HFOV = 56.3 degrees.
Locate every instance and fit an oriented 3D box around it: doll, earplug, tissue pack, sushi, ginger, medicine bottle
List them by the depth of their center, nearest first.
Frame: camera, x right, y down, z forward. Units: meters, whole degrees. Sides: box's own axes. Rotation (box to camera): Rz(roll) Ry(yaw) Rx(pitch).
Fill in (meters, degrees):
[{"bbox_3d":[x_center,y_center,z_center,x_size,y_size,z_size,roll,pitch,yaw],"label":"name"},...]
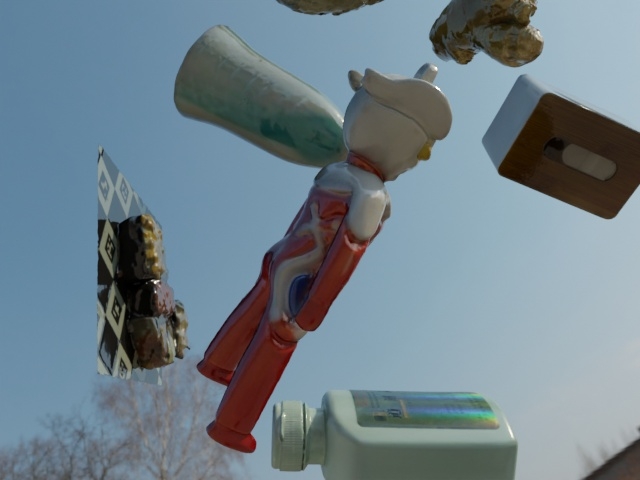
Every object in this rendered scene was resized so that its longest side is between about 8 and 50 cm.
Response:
[{"bbox_3d":[0.000,0.000,0.567,0.099,0.188,0.384,27,-83,-20],"label":"doll"},{"bbox_3d":[0.066,0.196,0.596,0.228,0.083,0.121,1,8,-5],"label":"medicine bottle"},{"bbox_3d":[0.184,-0.260,0.688,0.081,0.205,0.115,-27,-68,-12],"label":"ginger"},{"bbox_3d":[-0.242,0.053,0.864,0.059,0.293,0.294,-6,-17,0],"label":"sushi"},{"bbox_3d":[0.438,-0.169,1.066,0.245,0.136,0.160,19,-62,-12],"label":"tissue pack"},{"bbox_3d":[-0.079,-0.230,1.076,0.185,0.323,0.185,-55,-11,-17],"label":"earplug"}]

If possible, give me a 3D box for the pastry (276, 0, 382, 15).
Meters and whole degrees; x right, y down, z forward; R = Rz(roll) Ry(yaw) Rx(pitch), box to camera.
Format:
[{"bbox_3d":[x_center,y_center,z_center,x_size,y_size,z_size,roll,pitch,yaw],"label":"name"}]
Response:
[{"bbox_3d":[0.016,-0.627,1.340,0.329,0.330,0.136,-15,-37,-9],"label":"pastry"}]
